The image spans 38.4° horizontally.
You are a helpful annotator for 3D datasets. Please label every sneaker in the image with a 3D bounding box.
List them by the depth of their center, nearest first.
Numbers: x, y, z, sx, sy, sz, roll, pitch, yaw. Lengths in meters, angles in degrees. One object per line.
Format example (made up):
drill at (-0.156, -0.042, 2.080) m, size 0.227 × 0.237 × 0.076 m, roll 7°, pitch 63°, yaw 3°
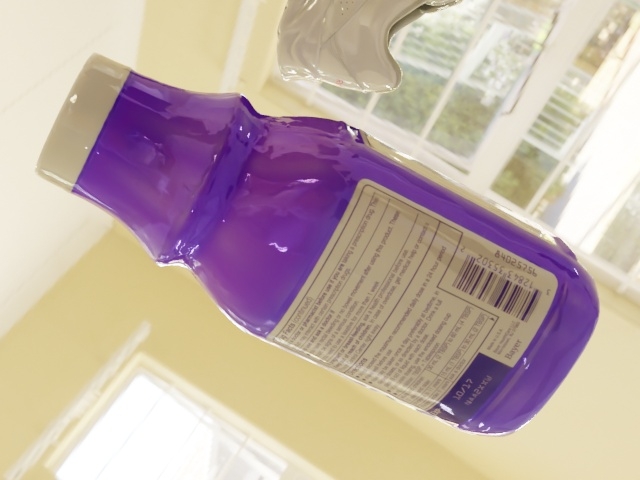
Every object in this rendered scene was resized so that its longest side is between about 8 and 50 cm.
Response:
sneaker at (0.054, -0.209, 0.642) m, size 0.090 × 0.115 × 0.232 m, roll -49°, pitch -22°, yaw -81°

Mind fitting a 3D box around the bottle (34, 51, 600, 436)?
bottle at (0.000, 0.000, 0.470) m, size 0.118 × 0.282 × 0.092 m, roll -60°, pitch 14°, yaw 19°
